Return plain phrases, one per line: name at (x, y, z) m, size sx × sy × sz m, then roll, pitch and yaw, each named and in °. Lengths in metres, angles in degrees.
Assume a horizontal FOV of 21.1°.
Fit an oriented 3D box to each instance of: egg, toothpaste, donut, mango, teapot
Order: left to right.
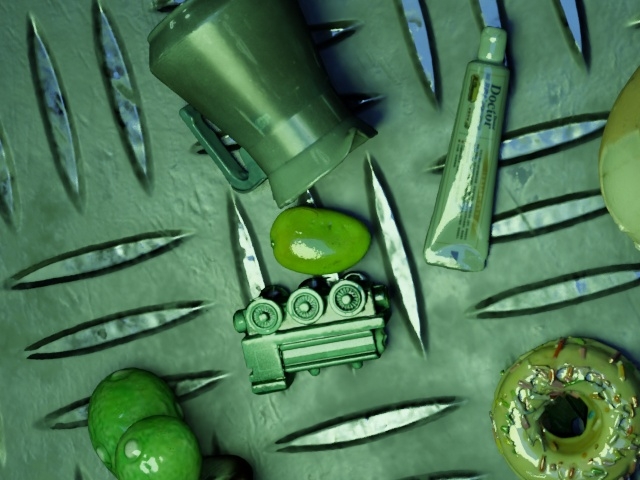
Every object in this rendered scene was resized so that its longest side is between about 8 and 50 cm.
teapot at (-0.066, -0.151, 1.771) m, size 0.203 × 0.171 × 0.225 m, roll -34°, pitch 93°, yaw 44°
mango at (0.000, 0.000, 1.807) m, size 0.108 × 0.056 × 0.073 m, roll -3°, pitch 80°, yaw 10°
toothpaste at (0.158, -0.094, 1.778) m, size 0.067 × 0.037 × 0.255 m, roll 10°, pitch 99°, yaw 6°
donut at (0.257, 0.184, 1.758) m, size 0.175 × 0.068 × 0.174 m, roll 1°, pitch 94°, yaw 13°
egg at (0.375, -0.097, 1.649) m, size 0.201 × 0.201 × 0.244 m, roll 20°, pitch 85°, yaw 10°

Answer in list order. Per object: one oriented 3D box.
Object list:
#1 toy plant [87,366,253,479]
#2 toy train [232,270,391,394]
toy plant at (-0.161, 0.253, 1.799) m, size 0.175 × 0.218 × 0.235 m, roll -23°, pitch 102°, yaw -12°
toy train at (-0.005, 0.094, 1.813) m, size 0.171 × 0.071 × 0.111 m, roll -10°, pitch 101°, yaw 12°
